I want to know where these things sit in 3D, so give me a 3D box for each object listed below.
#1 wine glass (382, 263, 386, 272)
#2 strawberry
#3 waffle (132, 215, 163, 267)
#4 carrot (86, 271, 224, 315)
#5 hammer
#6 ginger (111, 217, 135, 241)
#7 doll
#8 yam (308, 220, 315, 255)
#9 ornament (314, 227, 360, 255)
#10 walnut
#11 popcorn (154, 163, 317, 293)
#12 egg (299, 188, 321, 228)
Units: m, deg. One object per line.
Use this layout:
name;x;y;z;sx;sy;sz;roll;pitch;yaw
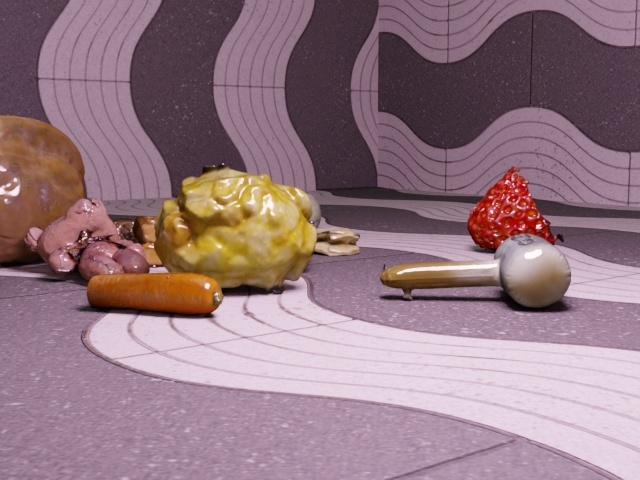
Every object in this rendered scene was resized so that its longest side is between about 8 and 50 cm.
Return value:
wine glass;0.157;0.065;1.636;0.083;0.042;0.038;2;44;-7
strawberry;0.444;-0.035;2.070;0.178;0.233;0.234;-28;5;5
waffle;-0.315;-0.009;2.000;0.224;0.098;0.328;0;8;-15
carrot;-0.255;0.082;1.368;0.225;0.067;0.067;0;7;17
hammer;0.252;0.056;1.465;0.306;0.113;0.202;-5;4;6
ginger;-0.548;-0.032;2.226;0.290;0.084;0.122;-2;14;-10
doll;-0.439;0.000;1.716;0.201;0.156;0.303;-4;12;-38
yam;-0.072;-0.012;1.880;0.131;0.131;0.279;0;6;-3
ornament;0.000;0.000;2.105;0.180;0.059;0.201;-2;4;-5
walnut;-0.700;-0.101;1.896;0.384;0.383;0.383;0;7;0
popcorn;-0.149;-0.010;1.557;0.287;0.215;0.252;1;-25;-2
egg;-0.067;-0.068;2.324;0.141;0.141;0.182;1;-2;10
